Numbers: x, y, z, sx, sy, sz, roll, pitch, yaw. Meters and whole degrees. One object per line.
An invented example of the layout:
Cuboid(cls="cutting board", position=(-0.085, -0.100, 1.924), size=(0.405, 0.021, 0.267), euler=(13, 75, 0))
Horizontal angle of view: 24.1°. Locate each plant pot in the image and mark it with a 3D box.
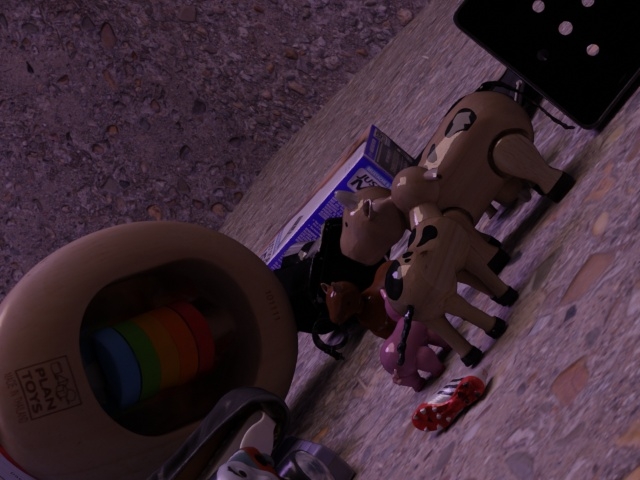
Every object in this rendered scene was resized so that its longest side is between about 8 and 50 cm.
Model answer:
Cuboid(cls="plant pot", position=(0.268, -0.240, 1.602), size=(0.188, 0.187, 0.167), euler=(-51, -4, 4))

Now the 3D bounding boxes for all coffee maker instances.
Cuboid(cls="coffee maker", position=(-0.001, 0.066, 1.889), size=(0.171, 0.120, 0.178), euler=(-55, 8, -21))

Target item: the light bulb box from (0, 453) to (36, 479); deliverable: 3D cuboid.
Cuboid(cls="light bulb box", position=(-0.346, 0.298, 1.917), size=(0.361, 0.358, 0.225), euler=(-40, 12, 50))

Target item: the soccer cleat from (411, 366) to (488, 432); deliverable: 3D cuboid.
Cuboid(cls="soccer cleat", position=(0.112, 0.137, 1.289), size=(0.083, 0.029, 0.035), euler=(-42, 3, 33))

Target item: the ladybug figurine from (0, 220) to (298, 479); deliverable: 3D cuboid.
Cuboid(cls="ladybug figurine", position=(-0.221, 0.141, 1.719), size=(0.449, 0.305, 0.162), euler=(-14, -6, -45))

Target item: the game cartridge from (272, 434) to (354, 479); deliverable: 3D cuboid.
Cuboid(cls="game cartridge", position=(-0.115, 0.348, 1.499), size=(0.355, 0.068, 0.230), euler=(-53, 12, -12))

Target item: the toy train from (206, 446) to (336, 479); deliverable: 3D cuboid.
Cuboid(cls="toy train", position=(-0.124, 0.306, 1.260), size=(0.334, 0.142, 0.190), euler=(-47, -21, 16))

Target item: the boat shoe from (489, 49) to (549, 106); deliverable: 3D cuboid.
Cuboid(cls="boat shoe", position=(0.264, -0.201, 1.902), size=(0.065, 0.075, 0.206), euler=(11, 43, 31))

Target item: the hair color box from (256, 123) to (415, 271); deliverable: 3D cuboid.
Cuboid(cls="hair color box", position=(0.000, 0.000, 2.228), size=(0.339, 0.110, 0.185), euler=(-47, 8, 17))

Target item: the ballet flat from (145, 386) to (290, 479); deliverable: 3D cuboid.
Cuboid(cls="ballet flat", position=(-0.122, 0.250, 1.467), size=(0.096, 0.095, 0.280), euler=(-15, 35, 55))

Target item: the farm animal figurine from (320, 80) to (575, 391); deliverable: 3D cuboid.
Cuboid(cls="farm animal figurine", position=(0.110, -0.024, 1.487), size=(0.327, 0.172, 0.330), euler=(-53, 8, -11))
